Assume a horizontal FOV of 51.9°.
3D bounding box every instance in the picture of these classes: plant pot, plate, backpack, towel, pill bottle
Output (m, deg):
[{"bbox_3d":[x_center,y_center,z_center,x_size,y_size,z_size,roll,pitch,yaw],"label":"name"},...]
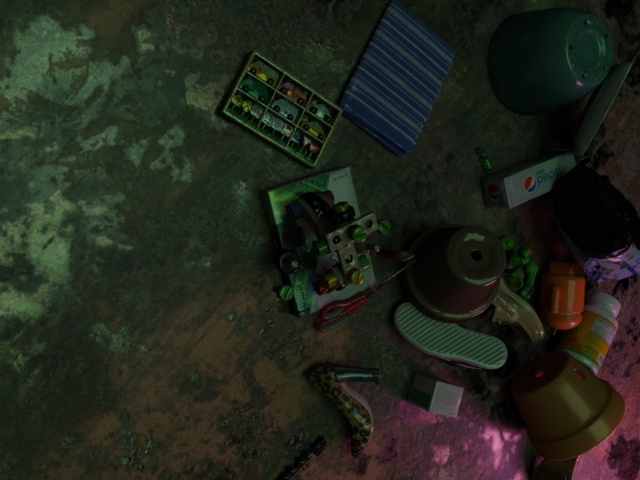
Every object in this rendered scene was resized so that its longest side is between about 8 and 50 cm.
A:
[{"bbox_3d":[0.355,0.067,1.661,0.263,0.229,0.263,2,76,-7],"label":"plant pot"},{"bbox_3d":[0.790,-0.382,1.883,0.045,0.278,0.277,27,110,10],"label":"plate"},{"bbox_3d":[0.695,0.461,1.912,0.291,0.291,0.203,-40,95,-20],"label":"plant pot"},{"bbox_3d":[0.825,-0.018,1.909,0.356,0.273,0.290,12,46,-39],"label":"backpack"},{"bbox_3d":[0.655,-0.505,1.823,0.293,0.235,0.293,-3,96,-29],"label":"plant pot"},{"bbox_3d":[0.201,-0.417,1.706,0.243,0.040,0.336,31,77,-25],"label":"towel"},{"bbox_3d":[0.830,0.285,2.030,0.136,0.136,0.245,43,69,-24],"label":"pill bottle"}]

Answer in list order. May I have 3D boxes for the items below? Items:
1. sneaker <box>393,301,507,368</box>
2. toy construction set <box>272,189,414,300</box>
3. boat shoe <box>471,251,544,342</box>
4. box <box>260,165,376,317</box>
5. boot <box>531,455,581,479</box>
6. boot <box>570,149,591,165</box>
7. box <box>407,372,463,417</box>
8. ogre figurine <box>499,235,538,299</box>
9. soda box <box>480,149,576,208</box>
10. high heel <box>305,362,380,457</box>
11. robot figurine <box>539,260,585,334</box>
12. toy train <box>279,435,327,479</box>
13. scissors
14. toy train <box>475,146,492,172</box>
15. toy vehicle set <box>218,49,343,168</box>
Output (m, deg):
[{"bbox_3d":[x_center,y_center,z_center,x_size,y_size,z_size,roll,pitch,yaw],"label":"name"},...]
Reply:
[{"bbox_3d":[0.334,0.269,1.786,0.321,0.127,0.126,25,75,-3],"label":"sneaker"},{"bbox_3d":[0.080,0.017,1.492,0.309,0.237,0.257,2,93,-29],"label":"toy construction set"},{"bbox_3d":[0.500,0.183,1.868,0.110,0.122,0.341,-46,103,-13],"label":"boat shoe"},{"bbox_3d":[0.000,0.000,1.613,0.232,0.058,0.322,-20,102,-26],"label":"box"},{"bbox_3d":[0.771,0.661,2.062,0.220,0.109,0.283,-15,123,-53],"label":"boot"},{"bbox_3d":[0.784,-0.245,1.995,0.118,0.087,0.042,-32,106,-23],"label":"boot"},{"bbox_3d":[0.312,0.420,1.787,0.102,0.101,0.087,20,84,-28],"label":"box"},{"bbox_3d":[0.548,0.063,1.888,0.118,0.197,0.097,-40,155,-33],"label":"ogre figurine"},{"bbox_3d":[0.604,-0.179,1.898,0.286,0.098,0.091,-22,105,-25],"label":"soda box"},{"bbox_3d":[0.042,0.433,1.676,0.186,0.093,0.261,6,105,-6],"label":"high heel"},{"bbox_3d":[0.727,0.172,1.975,0.128,0.158,0.219,3,93,-2],"label":"robot figurine"},{"bbox_3d":[-0.042,0.557,1.653,0.158,0.027,0.036,-40,122,-20],"label":"toy train"},{"bbox_3d":[0.116,0.140,1.659,0.297,0.021,0.109,-28,144,-17],"label":"scissors"},{"bbox_3d":[0.465,-0.228,1.862,0.017,0.024,0.083,-37,109,-21],"label":"toy train"},{"bbox_3d":[-0.089,-0.304,1.553,0.267,0.035,0.166,29,81,-27],"label":"toy vehicle set"}]
